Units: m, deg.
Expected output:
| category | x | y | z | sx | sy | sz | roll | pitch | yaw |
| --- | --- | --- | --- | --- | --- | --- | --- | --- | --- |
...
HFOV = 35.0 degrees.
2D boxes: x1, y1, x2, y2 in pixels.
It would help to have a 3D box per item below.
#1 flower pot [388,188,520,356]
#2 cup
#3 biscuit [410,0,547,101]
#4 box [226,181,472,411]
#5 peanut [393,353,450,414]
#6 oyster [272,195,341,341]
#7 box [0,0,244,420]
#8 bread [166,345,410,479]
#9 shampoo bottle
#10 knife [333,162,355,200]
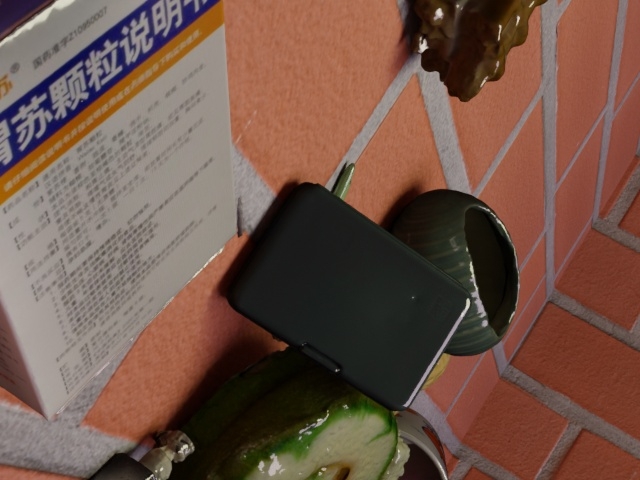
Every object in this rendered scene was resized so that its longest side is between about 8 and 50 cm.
| category | x | y | z | sx | sy | sz | roll | pitch | yaw |
| --- | --- | --- | --- | --- | --- | --- | --- | --- | --- |
| flower pot | 0.182 | 0.046 | 1.421 | 0.189 | 0.157 | 0.243 | -37 | 120 | -43 |
| cup | 0.096 | 0.373 | 1.609 | 0.212 | 0.212 | 0.317 | -61 | 175 | 3 |
| biscuit | 0.178 | -0.320 | 1.022 | 0.268 | 0.115 | 0.366 | -55 | 161 | -10 |
| box | 0.034 | 0.059 | 1.066 | 0.160 | 0.230 | 0.050 | -57 | -168 | -8 |
| peanut | 0.090 | 0.182 | 1.498 | 0.313 | 0.149 | 0.149 | -28 | 143 | -48 |
| oyster | 0.002 | 0.038 | 1.128 | 0.056 | 0.105 | 0.177 | 14 | 76 | -68 |
| box | -0.154 | -0.055 | 0.605 | 0.200 | 0.106 | 0.299 | -48 | 156 | -31 |
| bread | -0.034 | 0.283 | 1.222 | 0.382 | 0.129 | 0.366 | -14 | 136 | -44 |
| shampoo bottle | -0.206 | 0.259 | 0.998 | 0.208 | 0.063 | 0.057 | -40 | 142 | -40 |
| knife | 0.000 | 0.000 | 1.195 | 0.030 | 0.014 | 0.207 | -19 | 137 | -61 |
